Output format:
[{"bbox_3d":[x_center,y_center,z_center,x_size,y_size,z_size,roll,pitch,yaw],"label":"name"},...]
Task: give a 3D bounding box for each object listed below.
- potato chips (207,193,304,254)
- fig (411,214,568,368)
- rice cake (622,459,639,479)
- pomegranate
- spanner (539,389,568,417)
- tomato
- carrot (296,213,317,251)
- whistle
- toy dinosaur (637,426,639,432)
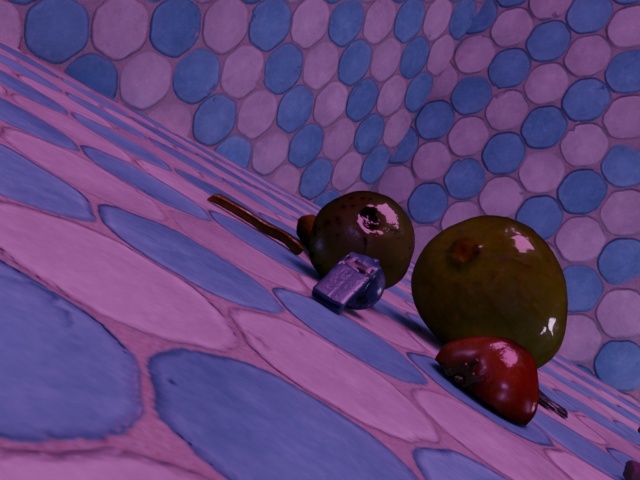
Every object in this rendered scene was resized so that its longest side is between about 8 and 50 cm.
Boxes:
[{"bbox_3d":[-0.117,-0.033,1.403,0.204,0.026,0.037,32,18,6],"label":"potato chips"},{"bbox_3d":[0.323,0.109,1.370,0.326,0.258,0.258,43,-3,-32],"label":"fig"},{"bbox_3d":[0.422,0.321,0.985,0.047,0.036,0.206,43,8,18],"label":"rice cake"},{"bbox_3d":[0.078,0.014,1.296,0.179,0.179,0.210,33,-7,28],"label":"pomegranate"},{"bbox_3d":[0.391,0.270,1.468,0.071,0.018,0.302,30,5,-14],"label":"spanner"},{"bbox_3d":[0.241,0.175,1.051,0.139,0.091,0.159,29,3,-42],"label":"tomato"},{"bbox_3d":[0.000,0.000,1.539,0.066,0.066,0.314,30,5,-15],"label":"carrot"},{"bbox_3d":[0.044,0.069,1.100,0.090,0.090,0.158,32,44,17],"label":"whistle"},{"bbox_3d":[0.804,0.486,1.458,0.383,0.129,0.331,30,15,-21],"label":"toy dinosaur"}]
